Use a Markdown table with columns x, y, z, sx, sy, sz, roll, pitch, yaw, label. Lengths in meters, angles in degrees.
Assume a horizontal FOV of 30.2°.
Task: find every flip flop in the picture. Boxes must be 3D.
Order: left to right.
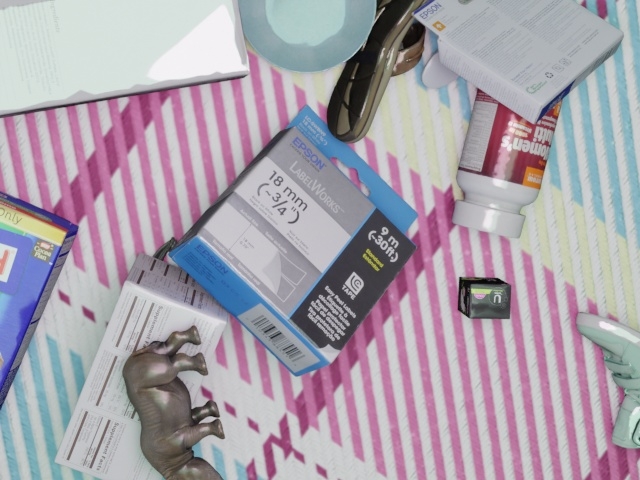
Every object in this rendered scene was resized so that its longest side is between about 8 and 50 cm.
| x | y | z | sx | sy | sz | roll | pitch | yaw | label |
| --- | --- | --- | --- | --- | --- | --- | --- | --- | --- |
| 0.098 | -0.260 | 1.667 | 0.080 | 0.112 | 0.277 | 21 | 92 | -33 | flip flop |

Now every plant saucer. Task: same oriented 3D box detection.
| x | y | z | sx | sy | sz | roll | pitch | yaw | label |
| --- | --- | --- | --- | --- | --- | --- | --- | --- | --- |
| -0.018 | -0.331 | 1.666 | 0.195 | 0.037 | 0.194 | 0 | 94 | 3 | plant saucer |

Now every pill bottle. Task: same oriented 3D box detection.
| x | y | z | sx | sy | sz | roll | pitch | yaw | label |
| --- | --- | --- | --- | --- | --- | --- | --- | --- | --- |
| 0.261 | -0.121 | 1.681 | 0.121 | 0.121 | 0.221 | 13 | 95 | -7 | pill bottle |

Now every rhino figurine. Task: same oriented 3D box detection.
| x | y | z | sx | sy | sz | roll | pitch | yaw | label |
| --- | --- | --- | --- | --- | --- | --- | --- | --- | --- |
| -0.178 | 0.235 | 1.492 | 0.106 | 0.073 | 0.243 | -14 | 104 | -6 | rhino figurine |

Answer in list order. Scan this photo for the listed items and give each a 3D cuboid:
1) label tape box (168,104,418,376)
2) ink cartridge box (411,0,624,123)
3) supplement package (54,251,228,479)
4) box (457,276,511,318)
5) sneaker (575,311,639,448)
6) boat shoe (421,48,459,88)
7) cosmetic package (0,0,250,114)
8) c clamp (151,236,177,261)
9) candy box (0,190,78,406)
| x | y | z | sx | sy | sz | roll | pitch | yaw | label |
| --- | --- | --- | --- | --- | --- | --- | --- | --- | --- |
| -0.005 | -0.022 | 1.593 | 0.240 | 0.106 | 0.333 | 44 | 58 | -9 | label tape box |
| 0.268 | -0.282 | 1.629 | 0.224 | 0.045 | 0.223 | 39 | 54 | 17 | ink cartridge box |
| -0.236 | 0.177 | 1.618 | 0.145 | 0.204 | 0.261 | 22 | 99 | -7 | supplement package |
| 0.237 | 0.083 | 1.720 | 0.062 | 0.083 | 0.052 | 1 | 96 | -5 | box |
| 0.454 | 0.221 | 1.747 | 0.256 | 0.094 | 0.151 | 36 | 86 | -10 | sneaker |
| 0.196 | -0.274 | 1.699 | 0.049 | 0.040 | 0.142 | 43 | 91 | -17 | boat shoe |
| -0.293 | -0.260 | 1.569 | 0.385 | 0.217 | 0.156 | -8 | 98 | -2 | cosmetic package |
| -0.169 | 0.041 | 1.712 | 0.161 | 0.022 | 0.137 | 13 | 100 | -8 | c clamp |
| -0.521 | 0.073 | 1.629 | 0.268 | 0.122 | 0.317 | 23 | 93 | -7 | candy box |
